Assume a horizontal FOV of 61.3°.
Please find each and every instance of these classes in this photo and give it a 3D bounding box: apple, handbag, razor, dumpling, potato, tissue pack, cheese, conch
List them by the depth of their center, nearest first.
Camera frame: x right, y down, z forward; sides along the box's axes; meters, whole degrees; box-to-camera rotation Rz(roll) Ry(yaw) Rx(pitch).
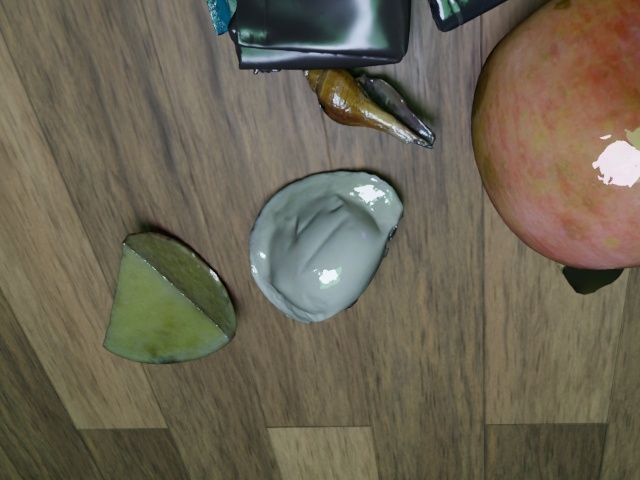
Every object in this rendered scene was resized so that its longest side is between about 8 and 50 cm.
[{"bbox_3d":[0.362,-0.146,0.659,0.363,0.364,0.364,4,121,6],"label":"apple"},{"bbox_3d":[-0.010,-0.370,0.702,0.256,0.114,0.286,-4,118,5],"label":"handbag"},{"bbox_3d":[0.214,-0.352,0.725,0.147,0.054,0.090,-21,116,18],"label":"razor"},{"bbox_3d":[-0.099,-0.356,0.782,0.137,0.028,0.085,-10,114,8],"label":"tissue pack"},{"bbox_3d":[0.064,-0.205,0.817,0.232,0.086,0.080,24,161,-9],"label":"conch"},{"bbox_3d":[0.494,0.027,0.920,0.162,0.036,0.086,-34,108,24],"label":"cheese"},{"bbox_3d":[-0.001,0.002,0.928,0.226,0.243,0.175,39,160,5],"label":"dumpling"},{"bbox_3d":[-0.328,0.128,1.056,0.255,0.112,0.269,-33,108,28],"label":"potato"}]
